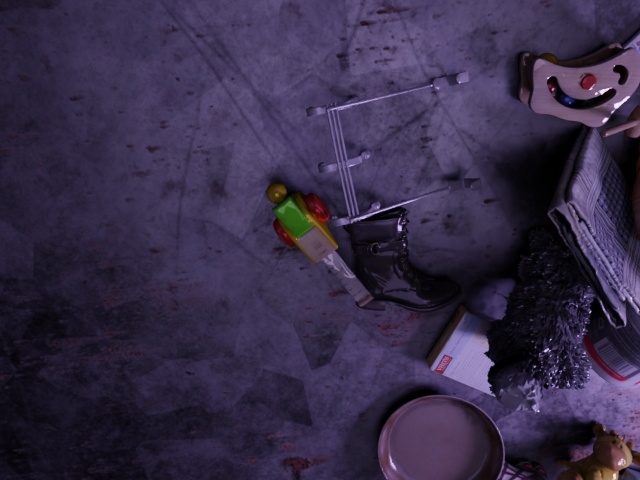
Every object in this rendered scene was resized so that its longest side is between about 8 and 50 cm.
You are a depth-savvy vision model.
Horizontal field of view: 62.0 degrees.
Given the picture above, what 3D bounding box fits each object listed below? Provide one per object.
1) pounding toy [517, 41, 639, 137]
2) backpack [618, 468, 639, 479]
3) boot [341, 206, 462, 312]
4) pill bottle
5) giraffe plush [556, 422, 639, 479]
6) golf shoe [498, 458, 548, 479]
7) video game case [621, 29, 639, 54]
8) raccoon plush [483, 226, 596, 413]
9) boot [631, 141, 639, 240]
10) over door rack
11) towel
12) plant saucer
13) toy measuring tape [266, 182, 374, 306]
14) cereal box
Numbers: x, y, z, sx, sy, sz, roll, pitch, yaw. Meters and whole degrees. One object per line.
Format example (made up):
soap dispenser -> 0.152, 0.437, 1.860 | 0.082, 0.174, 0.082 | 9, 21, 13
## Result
pounding toy -> 0.523, -0.294, 1.010 | 0.270, 0.155, 0.154 | 11, 118, -7
backpack -> 0.855, 0.707, 1.390 | 0.166, 0.188, 0.144 | 21, 116, -4
boot -> 0.180, 0.038, 1.162 | 0.263, 0.091, 0.229 | -3, 112, 1
pill bottle -> 0.721, 0.170, 1.128 | 0.176, 0.176, 0.318 | 20, 138, -10
giraffe plush -> 0.723, 0.575, 1.352 | 0.181, 0.210, 0.170 | 33, 102, 11
golf shoe -> 0.477, 0.631, 1.392 | 0.273, 0.120, 0.105 | 9, 112, -5
video game case -> 0.696, -0.374, 1.064 | 0.157, 0.019, 0.143 | 42, 104, -16
raccoon plush -> 0.468, 0.137, 1.046 | 0.216, 0.446, 0.299 | 15, 99, 13
boot -> 0.747, -0.078, 1.129 | 0.283, 0.109, 0.220 | 18, 71, -27
over door rack -> 0.145, -0.180, 1.065 | 0.324, 0.108, 0.239 | -16, 105, -11
towel -> 0.573, -0.036, 1.057 | 0.056, 0.324, 0.312 | -16, 118, 48
plant saucer -> 0.301, 0.527, 1.348 | 0.311, 0.050, 0.310 | 1, 100, 8
toy measuring tape -> 0.000, 0.000, 1.131 | 0.121, 0.121, 0.330 | -37, 112, 11
cereal box -> 0.400, 0.276, 1.286 | 0.240, 0.047, 0.173 | 25, 106, -11
